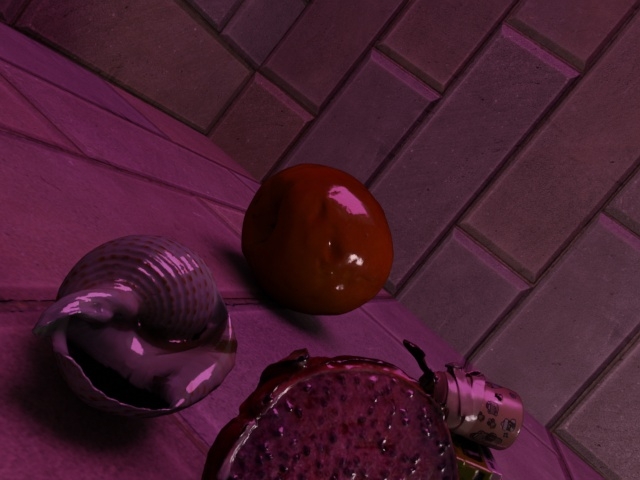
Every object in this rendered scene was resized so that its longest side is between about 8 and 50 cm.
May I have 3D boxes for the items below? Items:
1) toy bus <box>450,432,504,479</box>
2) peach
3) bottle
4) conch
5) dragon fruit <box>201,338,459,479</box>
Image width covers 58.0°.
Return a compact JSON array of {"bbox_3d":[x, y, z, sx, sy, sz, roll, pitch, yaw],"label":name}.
[{"bbox_3d":[0.207,0.334,0.924,0.139,0.113,0.302,22,6,3],"label":"toy bus"},{"bbox_3d":[0.000,0.000,1.272,0.302,0.342,0.343,14,19,-31],"label":"peach"},{"bbox_3d":[0.208,0.237,0.840,0.152,0.098,0.099,23,9,-8],"label":"bottle"},{"bbox_3d":[-0.179,0.084,0.538,0.200,0.131,0.172,-18,82,-50],"label":"conch"},{"bbox_3d":[-0.003,0.207,0.516,0.219,0.223,0.148,-2,-10,-21],"label":"dragon fruit"}]
